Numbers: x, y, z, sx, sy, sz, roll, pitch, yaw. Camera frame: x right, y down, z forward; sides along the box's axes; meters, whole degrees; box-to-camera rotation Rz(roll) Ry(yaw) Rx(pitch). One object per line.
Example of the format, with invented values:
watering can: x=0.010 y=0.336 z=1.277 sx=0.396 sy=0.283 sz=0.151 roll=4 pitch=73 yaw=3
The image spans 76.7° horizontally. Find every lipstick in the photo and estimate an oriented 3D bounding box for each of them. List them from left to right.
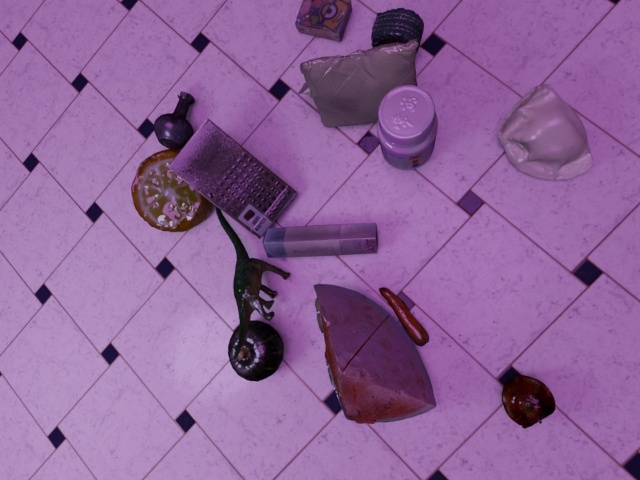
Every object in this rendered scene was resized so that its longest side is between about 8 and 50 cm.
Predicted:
lipstick: x=0.000 y=0.000 z=1.137 sx=0.317 sy=0.066 sz=0.068 roll=-3 pitch=43 yaw=11

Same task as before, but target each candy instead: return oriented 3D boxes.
candy: x=-0.449 y=-0.150 z=1.239 sx=0.259 sy=0.118 sz=0.260 roll=0 pitch=88 yaw=13

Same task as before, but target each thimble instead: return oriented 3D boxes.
thimble: x=0.215 y=-0.572 z=1.126 sx=0.135 sy=0.118 sz=0.090 roll=14 pitch=84 yaw=23

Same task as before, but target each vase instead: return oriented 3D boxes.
vase: x=-0.446 y=-0.380 z=1.266 sx=0.120 sy=0.120 sz=0.183 roll=7 pitch=73 yaw=13

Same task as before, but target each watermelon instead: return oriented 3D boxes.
watermelon: x=0.086 y=0.312 z=1.049 sx=0.222 sy=0.319 sz=0.292 roll=-52 pitch=33 yaw=32

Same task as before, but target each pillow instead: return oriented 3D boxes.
pillow: x=0.114 y=-0.400 z=1.057 sx=0.280 sy=0.274 sz=0.076 roll=-6 pitch=71 yaw=13

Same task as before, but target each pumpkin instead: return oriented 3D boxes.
pumpkin: x=-0.182 y=0.310 z=1.134 sx=0.167 sy=0.125 sz=0.167 roll=1 pitch=95 yaw=7

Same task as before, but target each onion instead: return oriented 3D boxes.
onion: x=0.499 y=0.385 z=0.981 sx=0.117 sy=0.118 sz=0.119 roll=-37 pitch=79 yaw=11

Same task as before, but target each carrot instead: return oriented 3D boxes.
carrot: x=0.224 y=0.201 z=1.094 sx=0.047 sy=0.047 sz=0.191 roll=-38 pitch=78 yaw=7

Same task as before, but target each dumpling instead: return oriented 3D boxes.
dumpling: x=0.567 y=-0.255 z=1.031 sx=0.179 sy=0.131 sz=0.252 roll=-36 pitch=100 yaw=27

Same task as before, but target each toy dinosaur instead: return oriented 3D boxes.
toy dinosaur: x=-0.242 y=0.084 z=1.122 sx=0.300 sy=0.447 sz=0.087 roll=35 pitch=131 yaw=-14

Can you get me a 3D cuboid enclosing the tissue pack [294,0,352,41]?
tissue pack: x=0.010 y=-0.670 z=1.209 sx=0.148 sy=0.060 sz=0.109 roll=19 pitch=89 yaw=15

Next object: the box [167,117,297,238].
box: x=-0.246 y=-0.172 z=1.161 sx=0.325 sy=0.047 sz=0.180 roll=39 pitch=91 yaw=-13

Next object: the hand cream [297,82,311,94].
hand cream: x=0.091 y=-0.460 z=1.144 sx=0.305 sy=0.147 sz=0.093 roll=-9 pitch=122 yaw=13

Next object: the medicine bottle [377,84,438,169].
medicine bottle: x=0.220 y=-0.279 z=1.028 sx=0.151 sy=0.254 sz=0.152 roll=-1 pitch=84 yaw=13
